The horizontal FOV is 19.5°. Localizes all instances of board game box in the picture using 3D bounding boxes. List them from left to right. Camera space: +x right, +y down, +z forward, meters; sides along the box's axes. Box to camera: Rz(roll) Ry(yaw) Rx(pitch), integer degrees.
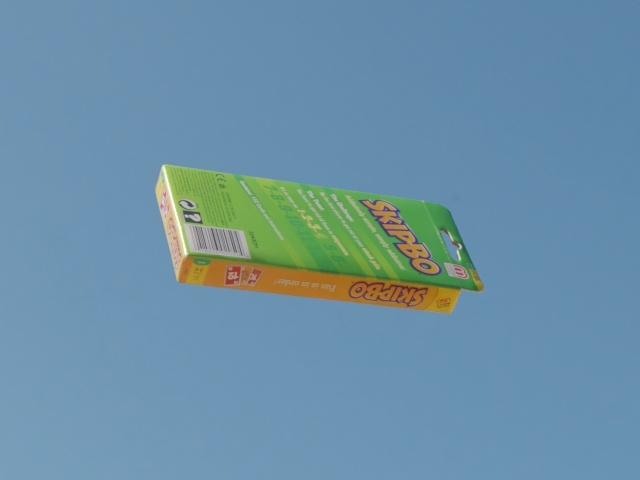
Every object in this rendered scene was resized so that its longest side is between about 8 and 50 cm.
[{"bbox_3d":[0.000,0.000,1.529,0.259,0.124,0.039,5,-54,-19],"label":"board game box"}]
